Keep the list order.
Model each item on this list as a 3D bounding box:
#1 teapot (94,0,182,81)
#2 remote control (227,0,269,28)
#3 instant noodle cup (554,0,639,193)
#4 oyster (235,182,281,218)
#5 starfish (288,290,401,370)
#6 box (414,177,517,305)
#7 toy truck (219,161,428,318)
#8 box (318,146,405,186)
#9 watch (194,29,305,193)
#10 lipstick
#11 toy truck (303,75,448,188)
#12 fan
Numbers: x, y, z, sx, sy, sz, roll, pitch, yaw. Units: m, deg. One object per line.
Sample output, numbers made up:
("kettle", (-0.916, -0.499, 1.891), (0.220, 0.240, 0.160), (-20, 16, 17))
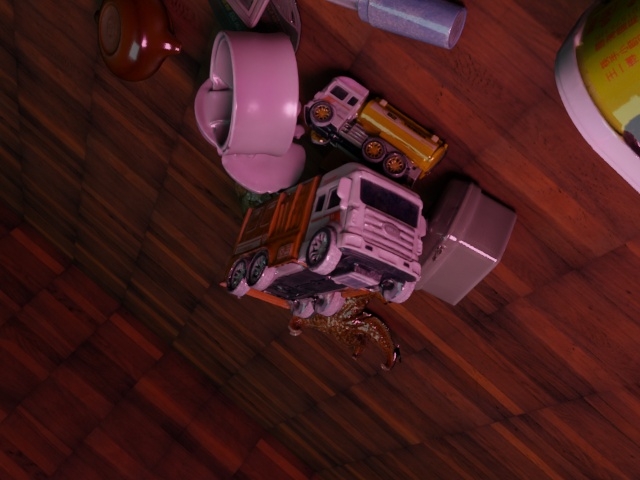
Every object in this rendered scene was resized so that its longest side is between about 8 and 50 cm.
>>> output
("teapot", (-0.346, -0.395, 1.236), (0.252, 0.135, 0.178), (36, 117, 41))
("remote control", (-0.068, -0.447, 0.938), (0.109, 0.055, 0.313), (52, 147, 1))
("instant noodle cup", (0.422, -0.194, 0.573), (0.294, 0.294, 0.308), (43, 141, -3))
("oyster", (-0.072, -0.031, 1.345), (0.294, 0.094, 0.166), (36, 141, 30))
("starfish", (0.064, 0.196, 1.525), (0.303, 0.113, 0.312), (25, 142, 23))
("box", (0.224, 0.008, 1.104), (0.129, 0.148, 0.210), (30, 149, 2))
("toy truck", (0.000, 0.000, 1.086), (0.173, 0.206, 0.388), (24, 156, -29))
("box", (0.079, -0.050, 1.251), (0.152, 0.070, 0.237), (25, 143, 24))
("watch", (-0.095, -0.216, 1.082), (0.231, 0.196, 0.244), (145, 119, -65))
("lipstick", (0.067, -0.339, 0.919), (0.274, 0.061, 0.068), (26, 168, 19))
("toy truck", (0.087, -0.171, 1.060), (0.227, 0.114, 0.098), (36, 168, 8))
("fan", (-0.103, -0.411, 1.061), (0.223, 0.012, 0.294), (43, 147, -2))
